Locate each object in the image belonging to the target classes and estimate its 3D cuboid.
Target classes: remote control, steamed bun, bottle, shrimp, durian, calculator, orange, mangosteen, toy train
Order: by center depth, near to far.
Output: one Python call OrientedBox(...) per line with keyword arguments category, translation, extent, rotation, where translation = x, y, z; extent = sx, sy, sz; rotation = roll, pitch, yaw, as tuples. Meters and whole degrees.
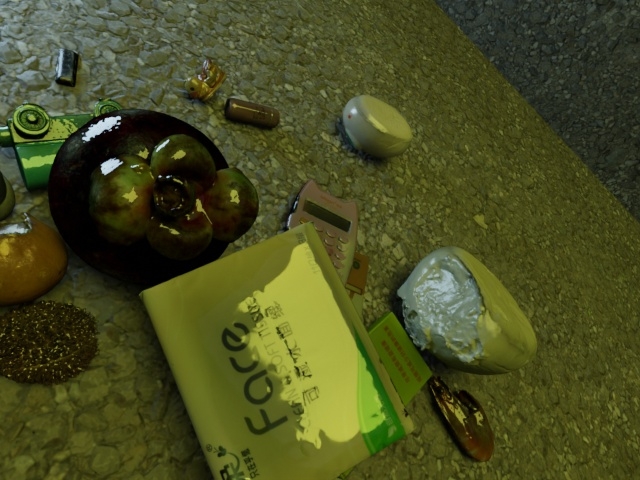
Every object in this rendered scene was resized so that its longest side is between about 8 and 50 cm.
OrientedBox(category="durian", translation=(-0.443, 0.158, 0.650), extent=(0.188, 0.091, 0.148), rotation=(-23, 80, -37))
OrientedBox(category="orange", translation=(-0.484, 0.027, 0.655), extent=(0.156, 0.134, 0.156), rotation=(17, 31, -10))
OrientedBox(category="mangosteen", translation=(-0.283, -0.075, 0.728), extent=(0.330, 0.330, 0.330), rotation=(15, 60, -27))
OrientedBox(category="toy train", translation=(-0.466, -0.180, 0.808), extent=(0.248, 0.101, 0.159), rotation=(-20, 92, -37))
OrientedBox(category="remote control", translation=(-0.546, -0.375, 0.899), extent=(0.039, 0.014, 0.096), rotation=(6, 63, -31))
OrientedBox(category="calculator", translation=(-0.001, 0.000, 1.031), extent=(0.194, 0.043, 0.294), rotation=(25, 59, -21))
OrientedBox(category="steamed bun", translation=(0.361, 0.199, 1.060), extent=(0.312, 0.233, 0.334), rotation=(33, 30, -31))
OrientedBox(category="shrimp", translation=(0.364, 0.441, 1.061), extent=(0.248, 0.068, 0.150), rotation=(52, 38, -7))
OrientedBox(category="bottle", translation=(-0.178, -0.333, 1.095), extent=(0.140, 0.053, 0.053), rotation=(5, 65, -32))
OrientedBox(category="steamed bun", translation=(0.164, -0.337, 1.272), extent=(0.228, 0.131, 0.177), rotation=(23, 46, -20))

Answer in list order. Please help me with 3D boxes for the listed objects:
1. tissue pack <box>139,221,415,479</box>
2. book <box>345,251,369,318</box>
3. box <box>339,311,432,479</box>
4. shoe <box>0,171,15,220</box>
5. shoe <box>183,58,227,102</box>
OrientedBox(category="tissue pack", translation=(-0.076, 0.215, 0.743), extent=(0.332, 0.205, 0.405), rotation=(-24, 78, -16))
OrientedBox(category="book", translation=(0.015, 0.129, 1.011), extent=(0.208, 0.020, 0.295), rotation=(26, 55, -20))
OrientedBox(category="box", translation=(0.100, 0.328, 0.932), extent=(0.335, 0.047, 0.187), rotation=(-33, 90, -35))
OrientedBox(category="shoe", translation=(-0.640, -0.081, 0.588), extent=(0.336, 0.171, 0.132), rotation=(-9, 73, -37))
OrientedBox(category="shoe", translation=(-0.290, -0.398, 1.044), extent=(0.109, 0.072, 0.069), rotation=(-43, 121, -6))
